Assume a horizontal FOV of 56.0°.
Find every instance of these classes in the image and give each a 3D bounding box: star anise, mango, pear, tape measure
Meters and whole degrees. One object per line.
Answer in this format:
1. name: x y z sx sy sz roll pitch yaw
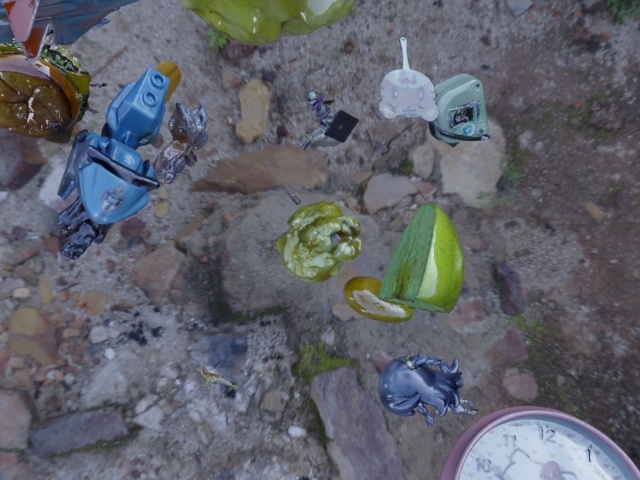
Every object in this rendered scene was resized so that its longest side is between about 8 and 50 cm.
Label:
1. star anise: -0.310 -0.222 1.394 0.063 0.172 0.208 27 98 13
2. mango: 0.173 0.185 1.838 0.227 0.136 0.099 25 130 16
3. pear: 0.250 0.039 1.360 0.139 0.288 0.239 11 82 -9
4. tape measure: 0.440 -0.394 1.944 0.207 0.115 0.235 -28 126 -11

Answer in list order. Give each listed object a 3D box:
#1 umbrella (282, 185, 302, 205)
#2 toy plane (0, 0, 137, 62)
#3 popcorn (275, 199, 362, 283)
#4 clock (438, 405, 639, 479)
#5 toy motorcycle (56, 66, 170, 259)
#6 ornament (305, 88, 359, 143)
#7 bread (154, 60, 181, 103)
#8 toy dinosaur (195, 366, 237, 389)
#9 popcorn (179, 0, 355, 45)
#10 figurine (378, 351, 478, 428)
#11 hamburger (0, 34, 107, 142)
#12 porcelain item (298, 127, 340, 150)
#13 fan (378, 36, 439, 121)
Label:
1. umbrella: -0.085 -0.132 1.818 0.020 0.031 0.083 -38 97 27
2. toy plane: -0.280 -0.340 0.786 0.326 0.223 0.104 -29 87 -15
3. popcorn: 0.007 -0.001 1.875 0.225 0.276 0.277 8 89 -35
4. clock: 0.242 0.297 0.637 0.244 0.056 0.245 2 59 -3
5. toy motorcycle: -0.378 -0.159 1.152 0.172 0.232 0.416 32 56 -28
6. ornament: 0.005 -0.361 1.669 0.088 0.081 0.203 -53 55 18
7. bread: -0.501 -0.474 1.866 0.073 0.239 0.092 -27 122 39
8. toy dinosaur: -0.257 0.345 1.463 0.113 0.026 0.041 28 83 5
9. popcorn: -0.038 -0.283 0.476 0.195 0.254 0.256 36 123 22
10. figurine: 0.296 0.416 1.708 0.264 0.175 0.197 -13 81 8
11. hamburger: -0.570 -0.312 1.202 0.261 0.243 0.139 24 45 -26
12. porcelain item: -0.004 -0.324 1.921 0.054 0.213 0.084 49 122 13
13. fan: 0.213 -0.397 1.478 0.152 0.008 0.227 0 77 -8
